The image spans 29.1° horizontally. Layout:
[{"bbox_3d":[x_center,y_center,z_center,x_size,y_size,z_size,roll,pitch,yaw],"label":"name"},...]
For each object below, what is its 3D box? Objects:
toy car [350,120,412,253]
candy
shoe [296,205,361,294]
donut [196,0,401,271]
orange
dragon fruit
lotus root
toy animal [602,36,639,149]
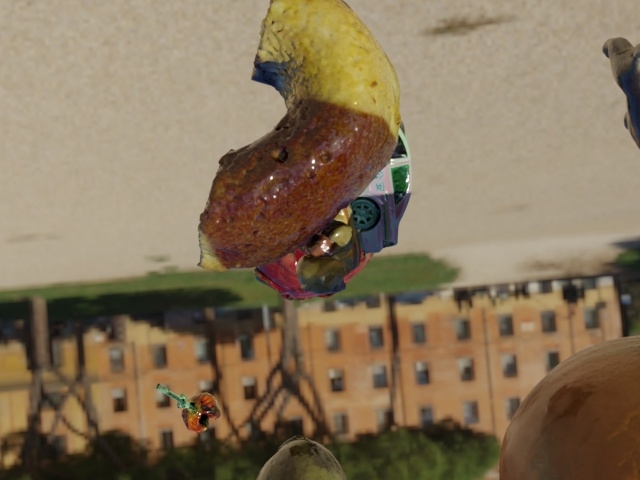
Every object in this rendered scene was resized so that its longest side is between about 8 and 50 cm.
[{"bbox_3d":[0.053,-0.101,1.260,0.076,0.224,0.090,-5,-157,1],"label":"toy car"},{"bbox_3d":[-0.176,0.207,1.581,0.049,0.055,0.184,17,166,21],"label":"candy"},{"bbox_3d":[-0.002,-0.003,1.219,0.072,0.109,0.069,26,-148,31],"label":"shoe"},{"bbox_3d":[-0.011,-0.102,1.106,0.151,0.294,0.112,16,175,9],"label":"donut"},{"bbox_3d":[0.285,0.214,1.069,0.274,0.274,0.310,-5,-168,10],"label":"orange"},{"bbox_3d":[-0.012,-0.037,2.131,0.245,0.298,0.244,20,-162,-7],"label":"dragon fruit"},{"bbox_3d":[-0.010,0.235,0.948,0.089,0.179,0.081,-33,145,24],"label":"lotus root"},{"bbox_3d":[0.420,-0.154,1.487,0.121,0.233,0.168,-14,-156,19],"label":"toy animal"}]
